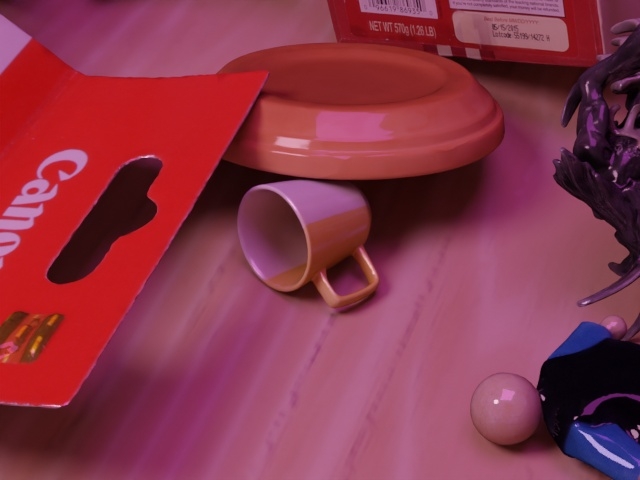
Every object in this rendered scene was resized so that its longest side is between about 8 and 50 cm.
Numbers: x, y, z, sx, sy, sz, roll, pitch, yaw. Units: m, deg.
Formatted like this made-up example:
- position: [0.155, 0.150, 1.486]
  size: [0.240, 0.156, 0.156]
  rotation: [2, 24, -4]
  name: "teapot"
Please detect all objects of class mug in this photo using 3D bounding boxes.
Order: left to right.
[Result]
- position: [-0.003, -0.002, 0.853]
  size: [0.064, 0.078, 0.062]
  rotation: [-21, 11, -40]
  name: "mug"

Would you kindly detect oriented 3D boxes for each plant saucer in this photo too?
- position: [0.016, -0.087, 0.920]
  size: [0.199, 0.037, 0.200]
  rotation: [1, 23, -1]
  name: "plant saucer"

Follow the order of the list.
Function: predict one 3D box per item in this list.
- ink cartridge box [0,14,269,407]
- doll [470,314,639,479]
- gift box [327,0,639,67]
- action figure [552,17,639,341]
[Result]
- position: [-0.257, -0.053, 0.801]
  size: [0.384, 0.091, 0.308]
  rotation: [3, 37, 18]
  name: "ink cartridge box"
- position: [0.171, 0.087, 0.759]
  size: [0.189, 0.046, 0.129]
  rotation: [3, 38, -3]
  name: "doll"
- position: [0.139, -0.264, 1.037]
  size: [0.255, 0.276, 0.258]
  rotation: [15, 42, 33]
  name: "gift box"
- position: [0.218, -0.084, 0.833]
  size: [0.164, 0.141, 0.276]
  rotation: [29, 63, -34]
  name: "action figure"
